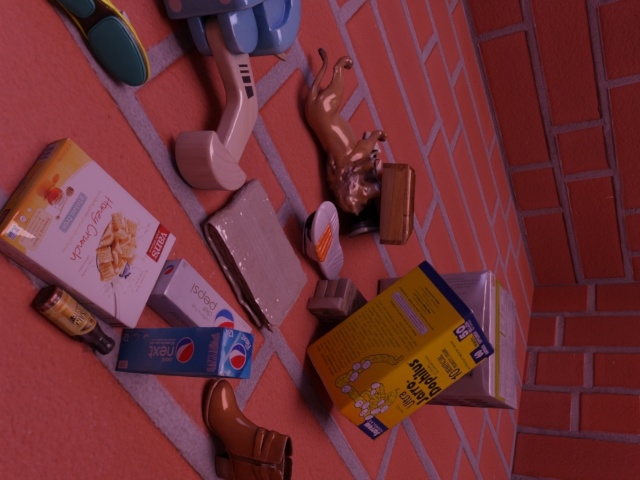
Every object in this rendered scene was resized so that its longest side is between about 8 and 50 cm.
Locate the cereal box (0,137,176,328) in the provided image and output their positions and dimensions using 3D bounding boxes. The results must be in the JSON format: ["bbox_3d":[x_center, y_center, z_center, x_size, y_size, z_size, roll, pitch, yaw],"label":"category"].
[{"bbox_3d":[-0.328,-0.003,0.792,0.240,0.047,0.173,51,44,-43],"label":"cereal box"}]

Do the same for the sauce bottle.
[{"bbox_3d":[-0.337,0.114,0.764,0.128,0.042,0.042,56,41,-39],"label":"sauce bottle"}]

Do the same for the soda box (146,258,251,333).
[{"bbox_3d":[-0.211,0.126,0.945,0.216,0.069,0.074,55,42,-38],"label":"soda box"}]

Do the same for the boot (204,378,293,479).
[{"bbox_3d":[-0.122,0.341,0.974,0.073,0.152,0.197,-18,100,-58],"label":"boot"}]

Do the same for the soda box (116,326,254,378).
[{"bbox_3d":[-0.203,0.167,0.814,0.071,0.210,0.067,29,61,-53],"label":"soda box"}]

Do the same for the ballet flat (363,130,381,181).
[{"bbox_3d":[0.159,-0.248,1.635,0.057,0.052,0.168,23,65,-55],"label":"ballet flat"}]

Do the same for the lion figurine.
[{"bbox_3d":[0.045,-0.273,1.400,0.240,0.142,0.392,-48,112,-35],"label":"lion figurine"}]

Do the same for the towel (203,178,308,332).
[{"bbox_3d":[-0.124,0.033,1.126,0.187,0.049,0.282,-56,130,-49],"label":"towel"}]

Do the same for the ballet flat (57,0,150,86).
[{"bbox_3d":[-0.333,-0.343,0.823,0.231,0.077,0.077,52,27,-39],"label":"ballet flat"}]

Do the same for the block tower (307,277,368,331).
[{"bbox_3d":[0.092,0.217,1.411,0.335,0.090,0.097,51,44,-43],"label":"block tower"}]

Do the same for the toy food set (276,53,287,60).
[{"bbox_3d":[-0.101,-0.522,1.262,0.132,0.038,0.192,3,83,-59],"label":"toy food set"}]

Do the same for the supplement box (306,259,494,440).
[{"bbox_3d":[0.184,0.256,1.272,0.194,0.356,0.195,50,3,-42],"label":"supplement box"}]

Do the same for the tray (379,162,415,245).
[{"bbox_3d":[0.225,-0.107,1.548,0.411,0.076,0.203,-25,118,-78],"label":"tray"}]

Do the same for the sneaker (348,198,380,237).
[{"bbox_3d":[0.108,-0.079,1.489,0.222,0.083,0.118,-42,117,-75],"label":"sneaker"}]

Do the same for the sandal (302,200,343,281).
[{"bbox_3d":[-0.005,0.008,1.313,0.102,0.076,0.265,-54,153,-29],"label":"sandal"}]

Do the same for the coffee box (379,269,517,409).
[{"bbox_3d":[0.383,0.309,1.638,0.334,0.337,0.338,35,55,-53],"label":"coffee box"}]

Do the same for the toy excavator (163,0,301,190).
[{"bbox_3d":[-0.153,-0.371,1.016,0.433,0.222,0.445,-55,139,-46],"label":"toy excavator"}]
